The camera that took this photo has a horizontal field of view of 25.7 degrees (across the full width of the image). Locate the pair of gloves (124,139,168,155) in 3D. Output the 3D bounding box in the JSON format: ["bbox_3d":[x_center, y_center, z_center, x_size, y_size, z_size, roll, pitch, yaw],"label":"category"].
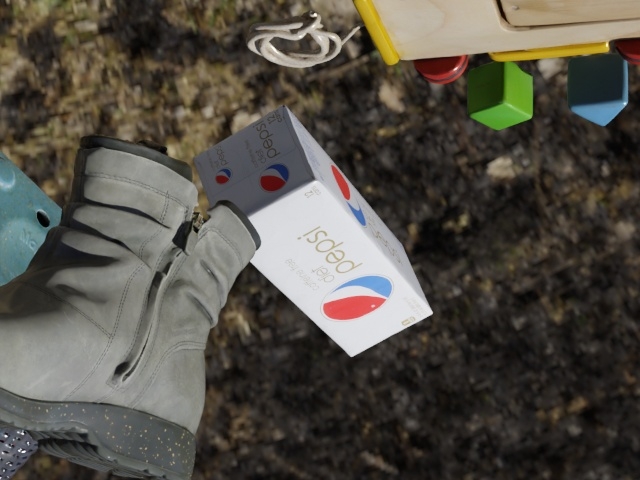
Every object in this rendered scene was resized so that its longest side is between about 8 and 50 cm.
[{"bbox_3d":[-0.155,-0.045,1.094,0.010,0.074,0.083,47,70,-33],"label":"pair of gloves"}]

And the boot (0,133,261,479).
[{"bbox_3d":[-0.133,0.017,0.689,0.083,0.161,0.246,0,160,37],"label":"boot"}]

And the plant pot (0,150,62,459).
[{"bbox_3d":[-0.319,0.056,1.120,0.252,0.247,0.248,-22,129,27],"label":"plant pot"}]

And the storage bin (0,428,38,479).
[{"bbox_3d":[-0.269,0.082,0.907,0.180,0.122,0.084,30,109,-37],"label":"storage bin"}]

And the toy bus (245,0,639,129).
[{"bbox_3d":[0.094,-0.144,0.660,0.202,0.104,0.191,14,157,-27],"label":"toy bus"}]

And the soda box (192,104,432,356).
[{"bbox_3d":[0.000,0.000,0.963,0.074,0.069,0.216,-29,145,10],"label":"soda box"}]
